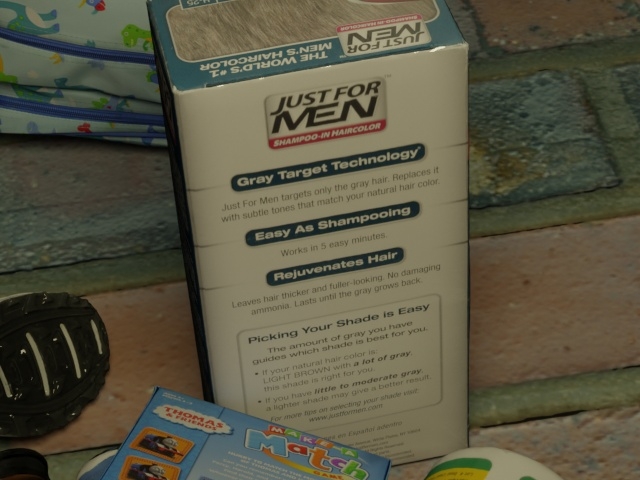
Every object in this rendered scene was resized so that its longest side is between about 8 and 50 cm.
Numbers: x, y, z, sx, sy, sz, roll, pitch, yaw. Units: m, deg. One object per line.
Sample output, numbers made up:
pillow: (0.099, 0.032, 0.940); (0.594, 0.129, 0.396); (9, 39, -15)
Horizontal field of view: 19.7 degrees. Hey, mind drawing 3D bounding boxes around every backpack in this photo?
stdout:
backpack: (-0.154, -0.205, 1.508); (0.356, 0.273, 0.290); (12, 43, -15)

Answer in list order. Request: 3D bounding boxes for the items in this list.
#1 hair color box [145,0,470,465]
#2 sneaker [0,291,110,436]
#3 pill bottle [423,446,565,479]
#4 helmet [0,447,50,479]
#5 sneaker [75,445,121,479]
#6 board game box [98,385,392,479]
hair color box: (0.000, 0.000, 1.171); (0.174, 0.347, 0.105); (-10, 43, -7)
sneaker: (-0.268, 0.105, 1.268); (0.271, 0.100, 0.108); (-24, 15, -32)
pill bottle: (0.073, 0.230, 1.084); (0.118, 0.117, 0.208); (17, 46, 22)
helmet: (-0.200, 0.216, 1.081); (0.161, 0.169, 0.169); (-24, 46, -29)
sneaker: (-0.088, 0.202, 1.156); (0.211, 0.080, 0.081); (31, 50, 34)
board game box: (-0.050, 0.162, 1.079); (0.160, 0.039, 0.211); (17, 21, 4)
